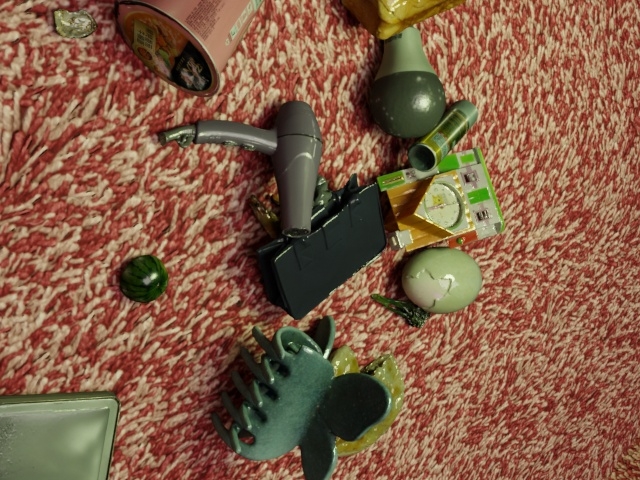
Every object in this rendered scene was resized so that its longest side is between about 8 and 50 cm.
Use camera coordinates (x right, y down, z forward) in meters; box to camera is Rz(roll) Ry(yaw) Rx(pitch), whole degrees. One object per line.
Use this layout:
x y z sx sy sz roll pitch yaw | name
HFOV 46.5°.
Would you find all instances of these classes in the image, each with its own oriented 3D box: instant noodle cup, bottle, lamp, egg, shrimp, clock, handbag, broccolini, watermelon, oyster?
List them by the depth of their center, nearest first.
-0.451 -0.399 1.378 0.083 0.019 0.054 -8 104 -33 | oyster
-0.226 -0.446 1.428 0.244 0.244 0.255 47 64 -35 | instant noodle cup
-0.547 0.436 1.491 0.269 0.047 0.266 6 97 -38 | lamp
-0.357 0.084 1.539 0.105 0.062 0.105 -19 120 -36 | watermelon
-0.104 -0.066 1.702 0.095 0.045 0.162 -51 132 -17 | shrimp
0.000 0.000 1.733 0.326 0.118 0.269 -39 141 -25 | handbag
0.186 -0.396 1.799 0.182 0.182 0.314 -11 76 -35 | lamp
0.315 -0.270 1.893 0.286 0.082 0.082 -45 126 -44 | bottle
0.291 -0.086 1.895 0.309 0.166 0.235 -16 86 -29 | clock
0.311 0.102 1.977 0.217 0.183 0.183 11 94 -25 | egg
0.219 0.184 2.001 0.201 0.058 0.074 21 81 -39 | broccolini

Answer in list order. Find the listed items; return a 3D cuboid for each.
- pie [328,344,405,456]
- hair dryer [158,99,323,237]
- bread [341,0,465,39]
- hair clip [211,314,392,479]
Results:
0.087 0.428 1.950 0.337 0.075 0.337 -10 108 -35 | pie
-0.165 -0.173 1.581 0.361 0.121 0.301 8 69 -22 | hair dryer
0.211 -0.605 1.720 0.344 0.149 0.195 -33 76 -27 | bread
-0.072 0.351 1.683 0.238 0.392 0.318 19 105 -29 | hair clip
